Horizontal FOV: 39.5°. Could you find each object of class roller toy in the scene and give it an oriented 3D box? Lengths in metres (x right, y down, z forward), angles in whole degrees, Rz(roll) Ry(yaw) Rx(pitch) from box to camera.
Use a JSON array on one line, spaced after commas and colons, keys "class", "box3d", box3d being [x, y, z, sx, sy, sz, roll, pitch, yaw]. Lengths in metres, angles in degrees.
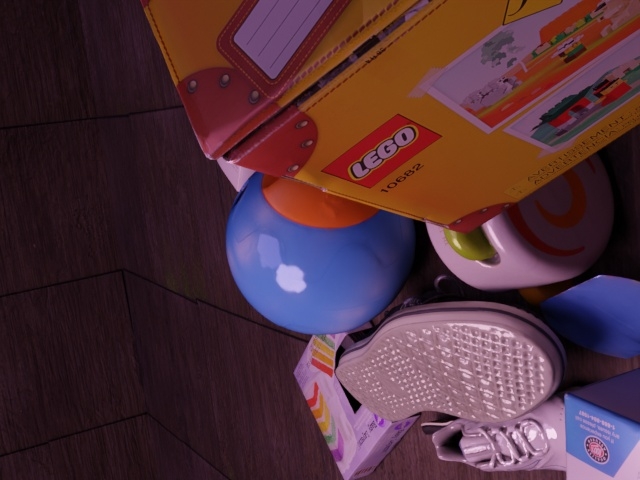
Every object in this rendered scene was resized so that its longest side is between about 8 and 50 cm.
[{"class": "roller toy", "box3d": [0.225, -0.038, 1.027, 0.146, 0.209, 0.191, -25, 46, 62]}]

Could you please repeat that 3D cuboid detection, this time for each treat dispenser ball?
[{"class": "treat dispenser ball", "box3d": [0.000, 0.000, 1.354, 0.288, 0.288, 0.288, 33, 129, 53]}]

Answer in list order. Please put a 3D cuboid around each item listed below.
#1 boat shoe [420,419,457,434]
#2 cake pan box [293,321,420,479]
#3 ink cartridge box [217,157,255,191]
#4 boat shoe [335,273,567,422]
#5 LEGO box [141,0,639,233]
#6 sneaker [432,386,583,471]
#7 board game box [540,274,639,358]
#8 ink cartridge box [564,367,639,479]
[{"class": "boat shoe", "box3d": [0.199, 0.293, 1.360, 0.133, 0.049, 0.042, -19, 76, 58]}, {"class": "cake pan box", "box3d": [0.058, 0.269, 1.598, 0.246, 0.070, 0.267, 61, 148, 25]}, {"class": "ink cartridge box", "box3d": [-0.050, -0.232, 1.441, 0.117, 0.207, 0.283, 55, 144, 39]}, {"class": "boat shoe", "box3d": [0.171, 0.142, 1.200, 0.187, 0.156, 0.500, 46, 158, -3]}, {"class": "LEGO box", "box3d": [0.182, -0.229, 0.609, 0.500, 0.372, 0.193, -35, 66, 24]}, {"class": "sneaker", "box3d": [0.260, 0.261, 1.148, 0.297, 0.129, 0.111, -33, 70, 60]}, {"class": "board game box", "box3d": [0.331, 0.074, 0.988, 0.168, 0.133, 0.033, -41, 22, 57]}, {"class": "ink cartridge box", "box3d": [0.382, 0.320, 0.939, 0.223, 0.129, 0.307, 18, 117, 59]}]
